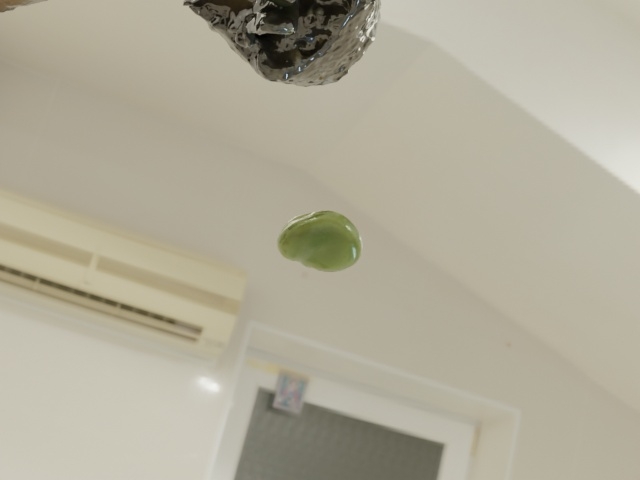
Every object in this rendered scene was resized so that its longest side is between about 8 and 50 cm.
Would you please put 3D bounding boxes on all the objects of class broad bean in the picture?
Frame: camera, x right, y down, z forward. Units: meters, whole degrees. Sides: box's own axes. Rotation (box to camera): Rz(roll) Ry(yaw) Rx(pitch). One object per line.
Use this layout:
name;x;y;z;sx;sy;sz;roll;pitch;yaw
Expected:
broad bean;0.000;0.000;1.003;0.083;0.063;0.045;9;21;-3

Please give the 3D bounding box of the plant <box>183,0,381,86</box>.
plant;-0.041;-0.283;1.180;0.199;0.188;0.276;47;5;15

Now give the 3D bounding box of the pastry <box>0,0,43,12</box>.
pastry;-0.340;-0.356;0.982;0.329;0.136;0.330;1;-33;1
